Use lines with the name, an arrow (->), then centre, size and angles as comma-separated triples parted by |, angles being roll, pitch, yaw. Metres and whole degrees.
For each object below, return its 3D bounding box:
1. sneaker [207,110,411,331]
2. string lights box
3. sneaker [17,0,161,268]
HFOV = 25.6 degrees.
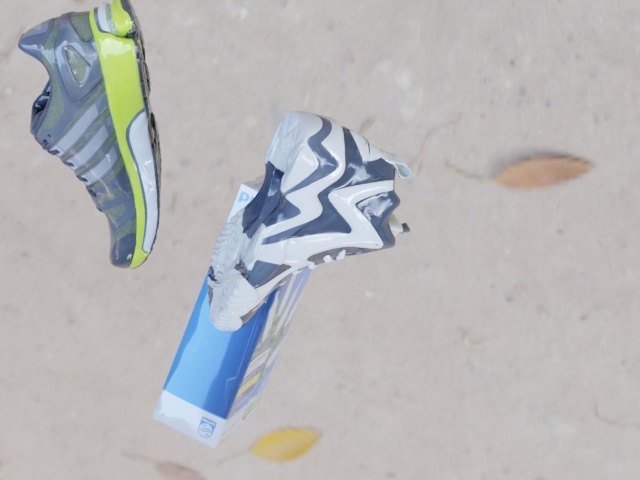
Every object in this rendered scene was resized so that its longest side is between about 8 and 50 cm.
sneaker -> 0.000, 0.000, 1.285 | 0.153, 0.094, 0.235 | 14, 115, -24
string lights box -> -0.073, 0.063, 1.412 | 0.077, 0.133, 0.260 | 25, 107, 10
sneaker -> -0.225, -0.102, 1.414 | 0.121, 0.111, 0.300 | -5, 121, -2
